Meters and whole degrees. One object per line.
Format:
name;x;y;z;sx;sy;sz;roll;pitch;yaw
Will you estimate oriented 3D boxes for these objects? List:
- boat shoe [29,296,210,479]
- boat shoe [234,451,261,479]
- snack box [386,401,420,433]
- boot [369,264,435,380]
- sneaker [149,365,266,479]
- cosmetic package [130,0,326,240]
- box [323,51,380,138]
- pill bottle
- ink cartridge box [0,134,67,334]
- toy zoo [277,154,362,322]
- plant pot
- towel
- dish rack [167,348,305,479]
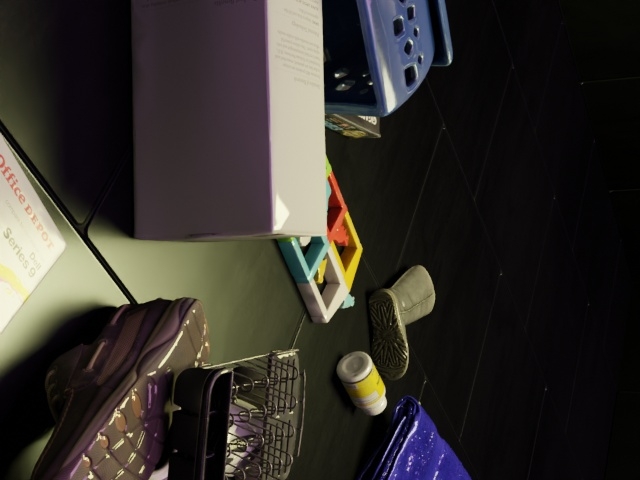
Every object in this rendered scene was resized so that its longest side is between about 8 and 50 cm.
boat shoe;-0.242;0.186;1.234;0.355;0.130;0.132;-57;147;-58
boat shoe;-0.097;0.357;1.592;0.042;0.049;0.133;14;78;-67
snack box;0.173;0.399;2.118;0.100;0.037;0.141;-48;131;-51
boot;0.162;0.155;2.092;0.208;0.076;0.189;-20;109;-68
sneaker;-0.162;0.238;1.391;0.330;0.122;0.146;-52;135;-52
cosmetic package;-0.118;-0.190;1.406;0.156;0.217;0.385;-1;91;-62
box;0.020;-0.343;1.838;0.295;0.073;0.293;15;74;-61
pill bottle;0.076;0.255;1.911;0.116;0.065;0.065;64;36;-39
ink cartridge box;-0.361;0.017;1.053;0.154;0.093;0.212;68;32;-33
toy zoo;0.000;0.000;1.817;0.192;0.030;0.293;-63;142;-43
plant pot;0.054;-0.329;1.580;0.212;0.236;0.236;-34;122;-37
towel;0.188;0.465;2.042;0.227;0.076;0.308;-58;136;-25
dish rack;-0.086;0.239;1.335;0.271;0.074;0.208;-3;101;-58
